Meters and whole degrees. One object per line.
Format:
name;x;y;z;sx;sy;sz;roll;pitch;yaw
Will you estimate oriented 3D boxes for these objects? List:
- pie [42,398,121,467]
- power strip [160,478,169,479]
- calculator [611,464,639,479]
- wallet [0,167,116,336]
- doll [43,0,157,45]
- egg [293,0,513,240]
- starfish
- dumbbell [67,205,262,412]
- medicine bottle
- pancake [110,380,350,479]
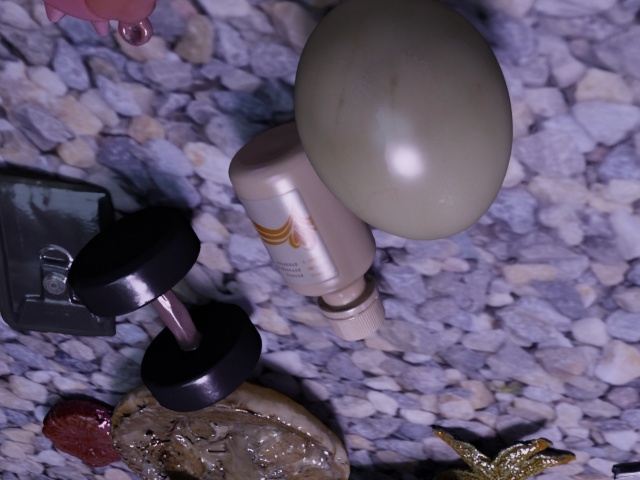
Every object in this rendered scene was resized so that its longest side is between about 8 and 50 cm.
pie;-0.374;0.313;1.139;0.153;0.038;0.154;6;128;7
power strip;-0.215;0.384;1.087;0.083;0.017;0.027;2;133;20
calculator;0.550;0.349;0.965;0.261;0.021;0.161;-15;121;23
wallet;-0.351;0.025;0.921;0.168;0.052;0.245;10;125;1
doll;-0.225;-0.294;0.627;0.211;0.093;0.262;-19;120;28
egg;0.077;-0.105;0.636;0.185;0.186;0.242;-14;124;22
starfish;0.255;0.328;1.007;0.208;0.053;0.176;-10;133;26
dumbbell;-0.183;0.084;0.856;0.152;0.152;0.218;-15;121;22
medicine bottle;0.000;0.000;0.777;0.114;0.114;0.252;-14;122;22
pancake;-0.137;0.319;1.061;0.386;0.082;0.387;8;134;9
